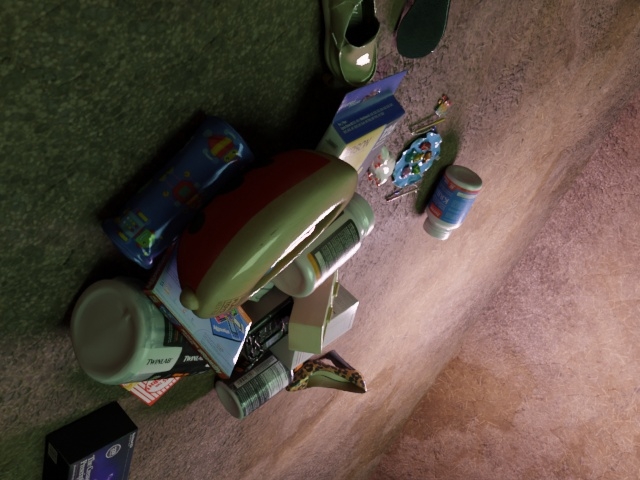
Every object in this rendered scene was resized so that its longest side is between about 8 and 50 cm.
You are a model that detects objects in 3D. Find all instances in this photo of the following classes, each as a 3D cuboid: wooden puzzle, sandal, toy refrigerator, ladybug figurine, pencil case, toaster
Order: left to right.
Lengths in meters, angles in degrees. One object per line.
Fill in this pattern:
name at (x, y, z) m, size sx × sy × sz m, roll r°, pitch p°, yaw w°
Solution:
pencil case at (-0.254, -0.091, 1.386) m, size 0.306 × 0.133 × 0.119 m, roll -46°, pitch 112°, yaw -6°
toaster at (-0.160, 0.210, 1.959) m, size 0.185 × 0.110 × 0.168 m, roll -38°, pitch 152°, yaw -22°
ladybug figurine at (-0.109, -0.030, 1.411) m, size 0.449 × 0.162 × 0.305 m, roll -42°, pitch 175°, yaw -40°
toy refrigerator at (-0.011, 0.157, 1.962) m, size 0.269 × 0.094 × 0.102 m, roll -76°, pitch 171°, yaw -50°
sandal at (0.238, -0.502, 1.625) m, size 0.054 × 0.097 × 0.254 m, roll -60°, pitch 173°, yaw -53°
wooden puzzle at (0.330, -0.359, 2.056) m, size 0.049 × 0.006 × 0.083 m, roll -52°, pitch 154°, yaw 7°

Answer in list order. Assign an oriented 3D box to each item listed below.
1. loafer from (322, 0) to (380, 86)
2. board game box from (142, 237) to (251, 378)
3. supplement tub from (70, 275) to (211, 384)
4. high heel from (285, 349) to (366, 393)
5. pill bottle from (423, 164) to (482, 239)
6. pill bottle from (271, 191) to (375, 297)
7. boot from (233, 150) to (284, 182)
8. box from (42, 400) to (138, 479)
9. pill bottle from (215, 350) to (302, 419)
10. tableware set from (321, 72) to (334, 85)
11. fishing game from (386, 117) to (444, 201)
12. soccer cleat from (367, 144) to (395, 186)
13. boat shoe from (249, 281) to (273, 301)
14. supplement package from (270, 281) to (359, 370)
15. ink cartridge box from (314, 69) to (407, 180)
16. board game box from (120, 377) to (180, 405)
loafer at (0.064, -0.388, 1.464) m, size 0.102 × 0.092 × 0.268 m, roll -36°, pitch 146°, yaw -12°
board game box at (-0.230, 0.129, 1.480) m, size 0.281 × 0.027 × 0.145 m, roll 59°, pitch 39°, yaw -38°
supplement tub at (-0.318, 0.178, 1.554) m, size 0.207 × 0.207 × 0.338 m, roll -55°, pitch 153°, yaw 14°
high heel at (0.025, 0.479, 2.535) m, size 0.261 × 0.186 × 0.093 m, roll -25°, pitch 146°, yaw -40°
pill bottle at (0.404, -0.114, 2.379) m, size 0.124 × 0.124 × 0.221 m, roll -19°, pitch 141°, yaw -46°
pill bottle at (0.000, 0.000, 1.841) m, size 0.278 × 0.162 × 0.162 m, roll -40°, pitch 155°, yaw -37°
boot at (-0.113, -0.086, 1.664) m, size 0.189 × 0.076 × 0.208 m, roll -35°, pitch 148°, yaw 2°
box at (-0.548, 0.529, 1.808) m, size 0.184 × 0.103 × 0.261 m, roll -26°, pitch 147°, yaw -43°
pill bottle at (-0.167, 0.389, 2.174) m, size 0.245 × 0.130 × 0.130 m, roll -32°, pitch 150°, yaw -31°
tableware set at (0.044, -0.386, 1.550) m, size 0.104 × 0.024 × 0.154 m, roll -18°, pitch 141°, yaw -47°
fishing game at (0.277, -0.219, 2.134) m, size 0.189 × 0.041 × 0.264 m, roll -22°, pitch 144°, yaw -38°
soccer cleat at (0.153, -0.208, 1.929) m, size 0.076 × 0.068 × 0.196 m, roll -48°, pitch 162°, yaw -13°
boat shoe at (-0.197, 0.103, 1.780) m, size 0.088 × 0.096 × 0.267 m, roll -57°, pitch 162°, yaw 7°
supplement package at (-0.031, 0.227, 2.156) m, size 0.244 × 0.134 × 0.139 m, roll -30°, pitch 149°, yaw -34°
ink cartridge box at (0.074, -0.211, 1.676) m, size 0.303 × 0.072 × 0.307 m, roll -35°, pitch 164°, yaw -53°
board game box at (-0.392, 0.299, 1.793) m, size 0.147 × 0.045 × 0.193 m, roll -43°, pitch 154°, yaw -11°
